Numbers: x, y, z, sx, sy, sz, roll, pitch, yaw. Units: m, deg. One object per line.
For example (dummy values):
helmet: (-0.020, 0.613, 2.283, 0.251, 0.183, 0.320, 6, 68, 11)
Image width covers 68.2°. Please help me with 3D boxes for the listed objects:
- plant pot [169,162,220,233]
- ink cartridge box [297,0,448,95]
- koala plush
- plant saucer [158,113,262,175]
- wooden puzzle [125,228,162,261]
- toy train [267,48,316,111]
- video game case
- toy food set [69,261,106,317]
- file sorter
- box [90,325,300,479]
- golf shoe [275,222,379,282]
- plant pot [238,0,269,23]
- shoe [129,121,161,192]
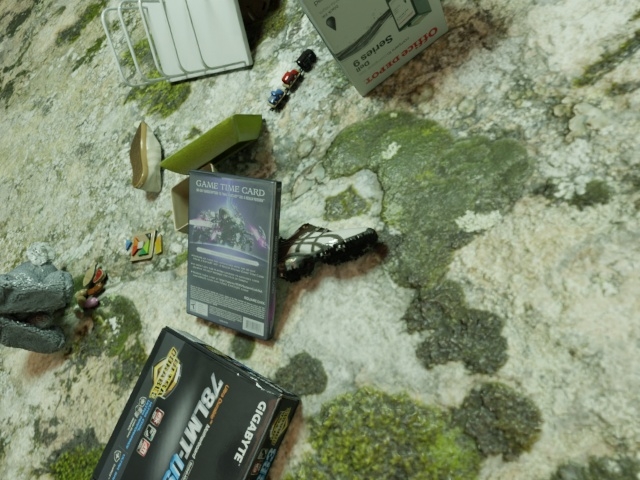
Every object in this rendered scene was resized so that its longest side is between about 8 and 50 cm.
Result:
plant pot: (-0.225, -0.068, 0.952, 0.109, 0.096, 0.109, -27, 58, 16)
ink cartridge box: (0.081, -0.428, 0.821, 0.211, 0.289, 0.122, -35, 59, 12)
koala plush: (-0.661, 0.112, 1.074, 0.221, 0.203, 0.196, -118, 44, -60)
plant saucer: (-0.211, -0.193, 0.978, 0.188, 0.188, 0.045, -29, 97, 16)
wooden puzzle: (-0.403, 0.010, 1.069, 0.116, 0.014, 0.079, -16, 62, 23)
toy train: (-0.064, -0.347, 1.020, 0.027, 0.036, 0.158, 35, 89, 36)
video game case: (-0.160, 0.022, 0.837, 0.195, 0.026, 0.275, 12, 103, 30)
toy food set: (-0.528, 0.116, 1.090, 0.077, 0.019, 0.122, 19, 80, 34)
file sorter: (-0.337, -0.475, 1.097, 0.277, 0.193, 0.173, 1, 25, 30)
box: (-0.217, 0.334, 0.790, 0.293, 0.073, 0.296, 19, 80, 35)
golf shoe: (0.000, 0.000, 0.808, 0.198, 0.077, 0.094, -20, 60, 20)
plant pot: (-0.198, -0.640, 1.160, 0.166, 0.167, 0.165, -21, 69, 20)
shoe: (-0.425, -0.202, 1.156, 0.076, 0.058, 0.219, -41, 49, 33)
